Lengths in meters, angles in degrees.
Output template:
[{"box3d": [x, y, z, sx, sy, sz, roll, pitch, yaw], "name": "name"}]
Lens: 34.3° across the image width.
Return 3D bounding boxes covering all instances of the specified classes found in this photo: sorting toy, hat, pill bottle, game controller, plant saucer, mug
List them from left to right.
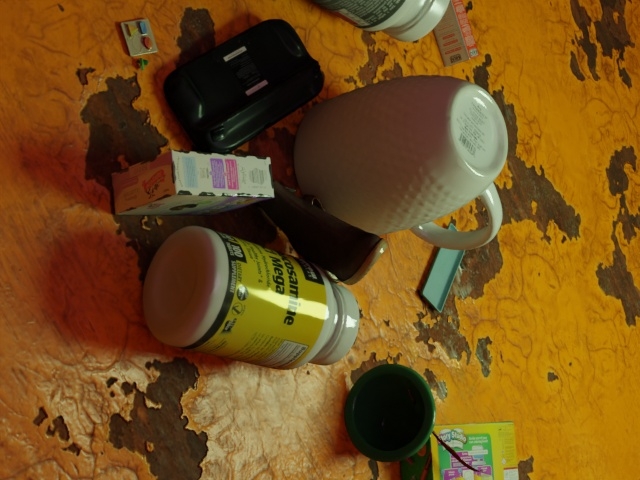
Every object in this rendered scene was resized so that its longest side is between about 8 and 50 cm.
[{"box3d": [-0.291, -0.320, 1.698, 0.062, 0.012, 0.083, -22, 96, -46], "name": "sorting toy"}, {"box3d": [-0.127, -0.273, 1.810, 0.319, 0.067, 0.166, -38, 90, -38], "name": "game controller"}, {"box3d": [-0.101, 0.104, 1.667, 0.333, 0.187, 0.188, 19, 68, -41], "name": "pill bottle"}, {"box3d": [0.070, -0.524, 1.964, 0.362, 0.210, 0.210, 22, 66, -41], "name": "pill bottle"}, {"box3d": [0.162, 0.351, 1.922, 0.183, 0.173, 0.209, 44, 20, -56], "name": "hat"}, {"box3d": [0.187, -0.127, 1.905, 0.374, 0.328, 0.276, 52, 50, -23], "name": "mug"}, {"box3d": [0.255, 0.056, 2.153, 0.067, 0.018, 0.192, 46, 53, -28], "name": "plant saucer"}]

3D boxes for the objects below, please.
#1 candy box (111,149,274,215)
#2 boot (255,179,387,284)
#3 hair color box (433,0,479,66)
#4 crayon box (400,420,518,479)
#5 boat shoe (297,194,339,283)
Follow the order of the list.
[{"box3d": [-0.200, -0.086, 1.627, 0.196, 0.164, 0.070, 0, 81, -45], "name": "candy box"}, {"box3d": [-0.009, -0.020, 1.729, 0.207, 0.248, 0.090, 41, 74, -10], "name": "boot"}, {"box3d": [0.288, -0.457, 2.263, 0.043, 0.072, 0.141, -24, 99, -45], "name": "hair color box"}, {"box3d": [0.277, 0.443, 2.042, 0.278, 0.081, 0.165, 8, 75, -43], "name": "crayon box"}, {"box3d": [0.000, 0.000, 1.881, 0.064, 0.060, 0.178, -33, 105, -44], "name": "boat shoe"}]
